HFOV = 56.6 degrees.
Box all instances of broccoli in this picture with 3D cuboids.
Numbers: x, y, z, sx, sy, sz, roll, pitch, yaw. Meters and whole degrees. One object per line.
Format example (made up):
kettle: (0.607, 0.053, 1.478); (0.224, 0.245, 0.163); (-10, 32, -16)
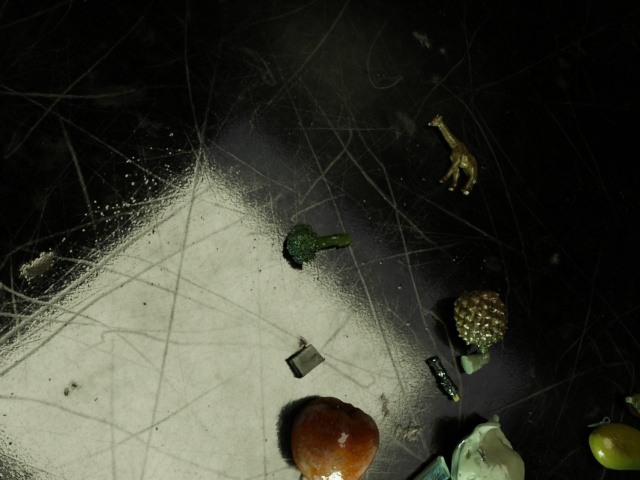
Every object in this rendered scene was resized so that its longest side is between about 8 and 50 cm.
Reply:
broccoli: (0.000, 0.002, 1.741); (0.204, 0.122, 0.118); (-7, 94, -30)

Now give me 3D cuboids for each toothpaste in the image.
toothpaste: (0.256, 0.710, 1.667); (0.268, 0.047, 0.069); (-30, 74, -22)

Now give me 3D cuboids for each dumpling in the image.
dumpling: (0.486, 0.661, 1.699); (0.243, 0.187, 0.318); (-9, 87, -56)

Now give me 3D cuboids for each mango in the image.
mango: (0.936, 0.636, 1.836); (0.238, 0.091, 0.137); (8, 81, -19)

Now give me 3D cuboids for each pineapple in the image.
pineapple: (0.480, 0.244, 1.773); (0.166, 0.166, 0.193); (-4, 86, -15)

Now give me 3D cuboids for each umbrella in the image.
umbrella: (0.370, 0.411, 1.765); (0.040, 0.037, 0.144); (-27, 82, -32)

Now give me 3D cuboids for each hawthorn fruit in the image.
hawthorn fruit: (0.044, 0.535, 1.547); (0.231, 0.235, 0.262); (-10, 72, -15)

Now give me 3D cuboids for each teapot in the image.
teapot: (0.471, 0.366, 1.796); (0.083, 0.057, 0.067); (-18, 120, -21)

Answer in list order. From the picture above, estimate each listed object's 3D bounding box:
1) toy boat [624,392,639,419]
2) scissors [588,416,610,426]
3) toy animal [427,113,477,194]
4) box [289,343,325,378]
toy boat: (1.033, 0.528, 1.892); (0.185, 0.071, 0.089); (17, 73, -11)
scissors: (0.879, 0.579, 1.875); (0.083, 0.006, 0.036); (-3, 76, -15)
toy animal: (0.434, -0.279, 1.928); (0.149, 0.054, 0.275); (-6, 82, -12)
box: (-0.040, 0.337, 1.668); (0.085, 0.060, 0.063); (-34, 80, -18)
